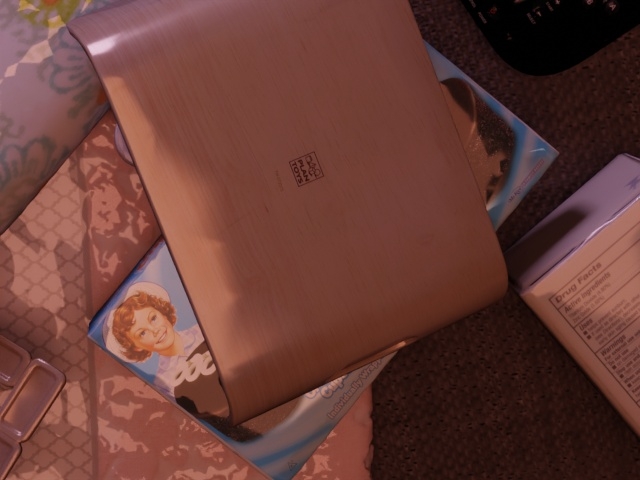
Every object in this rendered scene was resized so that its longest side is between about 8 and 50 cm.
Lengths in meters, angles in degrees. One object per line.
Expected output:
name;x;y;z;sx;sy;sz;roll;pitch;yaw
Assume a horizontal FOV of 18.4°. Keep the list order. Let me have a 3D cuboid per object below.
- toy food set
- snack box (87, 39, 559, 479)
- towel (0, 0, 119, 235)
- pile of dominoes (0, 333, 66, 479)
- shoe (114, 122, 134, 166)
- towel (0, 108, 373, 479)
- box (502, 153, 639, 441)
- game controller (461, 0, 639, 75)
toy food set;-0.020;-0.050;1.374;0.219;0.092;0.306;-24;99;-14
snack box;0.000;0.000;1.447;0.187;0.060;0.322;39;92;-9
towel;-0.294;-0.211;1.384;0.374;0.090;0.320;40;85;-8
pile of dominoes;-0.324;0.154;1.423;0.196;0.040;0.251;32;86;10
shoe;-0.089;-0.123;1.442;0.063;0.081;0.178;37;81;-7
towel;-0.118;0.054;1.502;0.317;0.053;0.332;-2;101;-6
box;0.289;0.097;1.518;0.148;0.121;0.311;-39;102;2
game controller;0.137;-0.275;1.443;0.166;0.067;0.319;-37;111;-1
